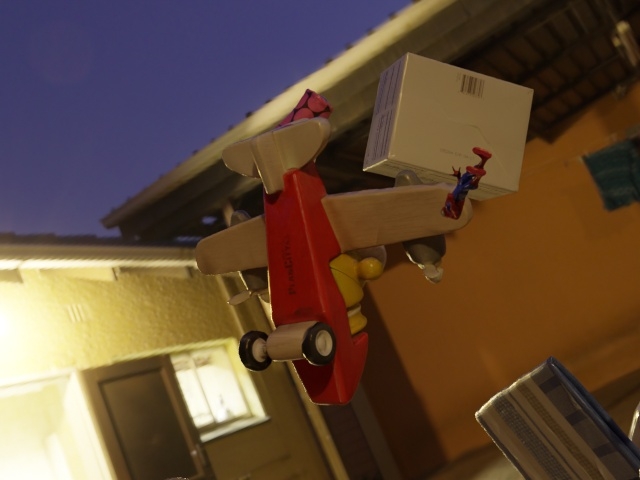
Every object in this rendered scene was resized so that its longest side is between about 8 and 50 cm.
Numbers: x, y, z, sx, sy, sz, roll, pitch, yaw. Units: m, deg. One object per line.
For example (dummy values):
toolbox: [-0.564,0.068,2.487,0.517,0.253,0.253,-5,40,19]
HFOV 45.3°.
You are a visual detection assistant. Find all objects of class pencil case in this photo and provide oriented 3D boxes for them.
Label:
pencil case: [-0.064,-0.277,1.889,0.095,0.098,0.209,38,-79,-29]

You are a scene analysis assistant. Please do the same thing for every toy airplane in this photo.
toy airplane: [0.000,0.000,1.166,0.272,0.386,0.384,2,-56,-53]

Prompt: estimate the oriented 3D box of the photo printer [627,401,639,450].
photo printer: [0.695,0.413,1.411,0.107,0.256,0.308,-42,-39,-36]

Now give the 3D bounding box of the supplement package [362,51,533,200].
supplement package: [0.239,-0.208,1.452,0.261,0.204,0.145,13,-7,-15]

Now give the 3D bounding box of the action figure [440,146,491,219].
action figure: [0.143,-0.052,0.785,0.030,0.038,0.115,16,-27,3]

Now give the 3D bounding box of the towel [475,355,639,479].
towel: [0.350,0.296,1.141,0.034,0.209,0.285,-32,-17,-25]

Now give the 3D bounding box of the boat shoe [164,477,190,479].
boat shoe: [-0.121,0.418,0.945,0.112,0.096,0.335,-21,30,-35]
